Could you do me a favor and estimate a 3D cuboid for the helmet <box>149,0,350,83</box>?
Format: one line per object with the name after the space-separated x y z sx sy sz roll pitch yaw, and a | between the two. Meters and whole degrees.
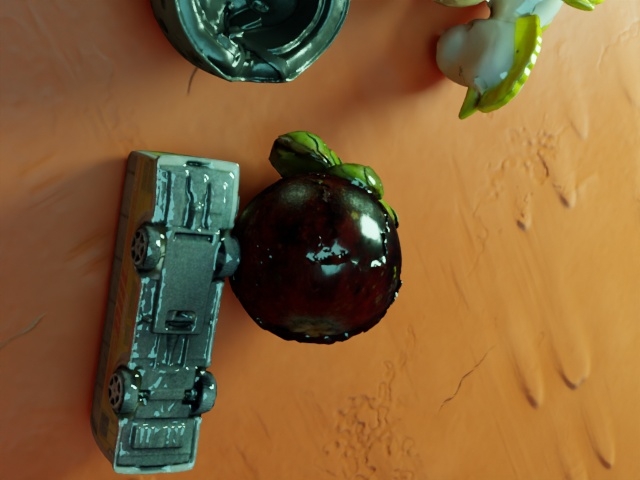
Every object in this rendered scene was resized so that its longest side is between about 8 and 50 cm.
-0.070 -0.207 0.888 0.176 0.107 0.153 -13 109 -48 | helmet

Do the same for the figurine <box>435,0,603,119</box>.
0.170 -0.190 1.017 0.109 0.129 0.178 42 81 -36 | figurine

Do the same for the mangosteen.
0.000 0.000 0.965 0.166 0.166 0.180 28 64 -34 | mangosteen

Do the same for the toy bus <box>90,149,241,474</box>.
-0.136 0.058 0.924 0.092 0.106 0.268 4 100 -32 | toy bus

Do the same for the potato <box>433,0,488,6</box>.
0.112 -0.294 0.962 0.118 0.109 0.178 -26 101 -28 | potato
